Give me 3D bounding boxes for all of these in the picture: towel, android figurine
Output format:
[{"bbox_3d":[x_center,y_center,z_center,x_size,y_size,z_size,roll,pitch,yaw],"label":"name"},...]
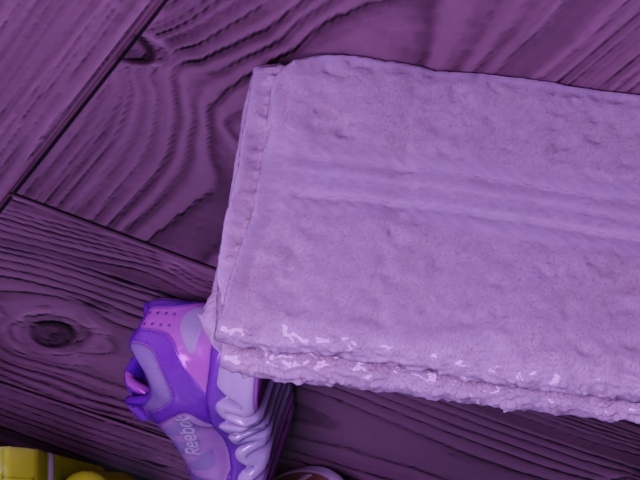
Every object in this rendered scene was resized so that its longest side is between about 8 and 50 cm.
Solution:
[{"bbox_3d":[0.089,0.001,0.992,0.282,0.187,0.049,8,145,2],"label":"towel"},{"bbox_3d":[-0.257,0.181,1.418,0.248,0.056,0.273,-3,170,9],"label":"android figurine"}]

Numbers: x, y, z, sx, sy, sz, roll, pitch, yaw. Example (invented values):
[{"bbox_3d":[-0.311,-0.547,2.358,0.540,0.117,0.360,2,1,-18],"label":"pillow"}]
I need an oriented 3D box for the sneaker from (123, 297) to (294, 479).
[{"bbox_3d":[-0.076,0.109,1.318,0.104,0.095,0.236,12,145,8],"label":"sneaker"}]

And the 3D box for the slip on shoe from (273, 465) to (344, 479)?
[{"bbox_3d":[-0.020,0.202,1.497,0.041,0.051,0.135,-13,162,-46],"label":"slip on shoe"}]
